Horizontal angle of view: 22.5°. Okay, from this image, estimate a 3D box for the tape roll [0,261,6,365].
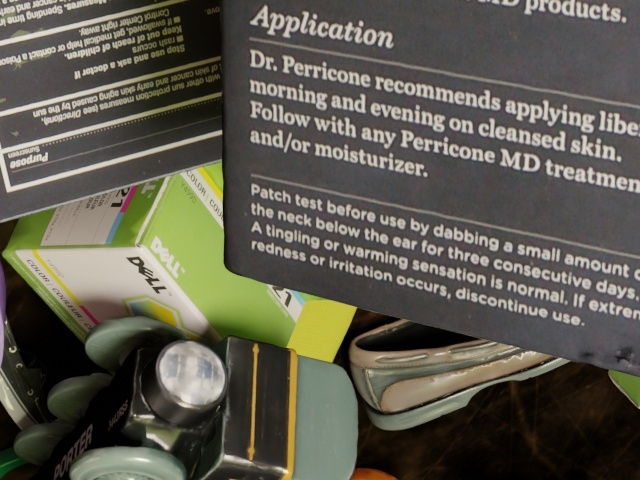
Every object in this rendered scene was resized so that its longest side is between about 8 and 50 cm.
[{"bbox_3d":[-0.320,0.054,1.144,0.189,0.080,0.189,-3,113,-8],"label":"tape roll"}]

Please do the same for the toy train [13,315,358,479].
[{"bbox_3d":[-0.112,0.172,1.170,0.190,0.142,0.334,16,144,-20],"label":"toy train"}]

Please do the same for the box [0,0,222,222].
[{"bbox_3d":[-0.120,-0.207,1.027,0.296,0.182,0.294,-16,123,-14],"label":"box"}]

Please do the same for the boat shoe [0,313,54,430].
[{"bbox_3d":[-0.236,0.102,1.251,0.040,0.049,0.142,-28,124,-5],"label":"boat shoe"}]

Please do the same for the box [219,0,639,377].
[{"bbox_3d":[0.175,-0.250,0.891,0.480,0.297,0.471,-41,139,-54],"label":"box"}]

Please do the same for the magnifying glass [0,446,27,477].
[{"bbox_3d":[-0.298,0.206,1.305,0.231,0.026,0.092,1,119,-25],"label":"magnifying glass"}]

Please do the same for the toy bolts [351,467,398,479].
[{"bbox_3d":[0.117,0.283,1.485,0.229,0.158,0.218,-29,86,8],"label":"toy bolts"}]

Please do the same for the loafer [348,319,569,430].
[{"bbox_3d":[0.150,0.070,1.365,0.268,0.096,0.084,-27,120,-3],"label":"loafer"}]

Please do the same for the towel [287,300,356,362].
[{"bbox_3d":[0.000,0.000,1.305,0.102,0.021,0.237,12,115,-22],"label":"towel"}]

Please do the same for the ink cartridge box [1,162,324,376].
[{"bbox_3d":[-0.066,0.025,1.146,0.189,0.255,0.097,54,47,-40],"label":"ink cartridge box"}]

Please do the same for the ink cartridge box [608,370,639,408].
[{"bbox_3d":[0.352,0.053,1.453,0.109,0.062,0.209,5,117,-25],"label":"ink cartridge box"}]
